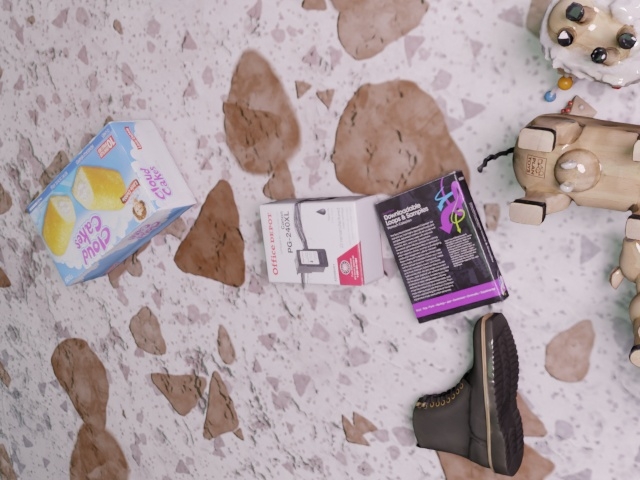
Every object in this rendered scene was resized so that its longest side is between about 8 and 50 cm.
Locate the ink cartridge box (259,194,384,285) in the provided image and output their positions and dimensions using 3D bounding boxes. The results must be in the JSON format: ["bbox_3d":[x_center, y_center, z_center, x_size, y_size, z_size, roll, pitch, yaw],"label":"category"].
[{"bbox_3d":[0.000,0.000,0.949,0.150,0.063,0.109,-1,101,33],"label":"ink cartridge box"}]

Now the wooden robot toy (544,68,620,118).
[{"bbox_3d":[0.266,-0.190,0.722,0.076,0.079,0.173,21,112,28],"label":"wooden robot toy"}]

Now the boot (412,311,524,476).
[{"bbox_3d":[0.165,0.182,0.881,0.137,0.077,0.198,2,101,38],"label":"boot"}]

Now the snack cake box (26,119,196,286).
[{"bbox_3d":[-0.333,-0.055,1.139,0.264,0.089,0.152,-34,81,34],"label":"snack cake box"}]

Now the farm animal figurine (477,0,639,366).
[{"bbox_3d":[0.316,-0.036,0.667,0.327,0.172,0.330,28,119,21],"label":"farm animal figurine"}]

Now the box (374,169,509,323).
[{"bbox_3d":[0.145,0.009,0.878,0.116,0.029,0.162,-20,91,34],"label":"box"}]
